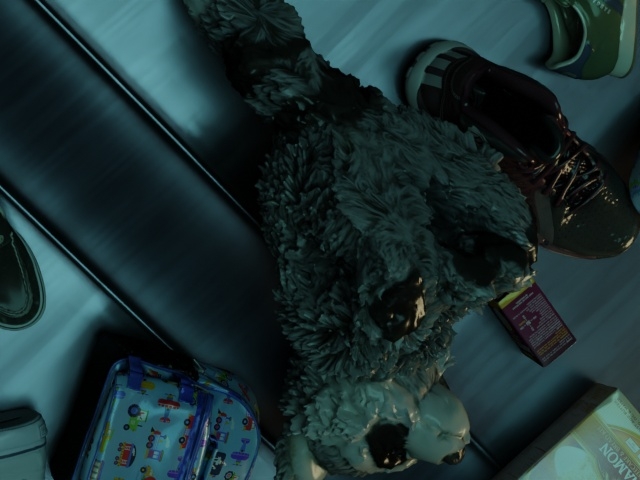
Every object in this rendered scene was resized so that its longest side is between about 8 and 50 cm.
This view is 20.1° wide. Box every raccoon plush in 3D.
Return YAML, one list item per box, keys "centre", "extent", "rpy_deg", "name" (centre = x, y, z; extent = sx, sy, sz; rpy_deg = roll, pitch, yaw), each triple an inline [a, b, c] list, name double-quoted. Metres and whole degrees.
- centre: [0.000, 0.000, 1.591]
  extent: [0.216, 0.446, 0.299]
  rpy_deg: [-9, 148, -39]
  name: "raccoon plush"

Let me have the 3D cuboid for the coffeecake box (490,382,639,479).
- centre: [0.252, 0.252, 1.726]
  extent: [0.185, 0.068, 0.142]
  rpy_deg: [-41, 96, -7]
  name: "coffeecake box"

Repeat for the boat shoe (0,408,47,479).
- centre: [-0.340, 0.203, 1.534]
  extent: [0.226, 0.083, 0.076]
  rpy_deg: [-9, 101, -17]
  name: "boat shoe"

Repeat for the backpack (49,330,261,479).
- centre: [-0.130, 0.179, 1.581]
  extent: [0.173, 0.117, 0.158]
  rpy_deg: [20, 94, -23]
  name: "backpack"

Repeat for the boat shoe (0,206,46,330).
- centre: [-0.303, -0.010, 1.514]
  extent: [0.077, 0.070, 0.219]
  rpy_deg: [-36, 108, -8]
  name: "boat shoe"

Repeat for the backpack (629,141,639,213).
- centre: [0.345, -0.064, 1.683]
  extent: [0.105, 0.084, 0.114]
  rpy_deg: [36, 60, -20]
  name: "backpack"

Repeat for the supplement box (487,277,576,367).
- centre: [0.194, 0.071, 1.696]
  extent: [0.043, 0.055, 0.083]
  rpy_deg: [-39, 108, -6]
  name: "supplement box"

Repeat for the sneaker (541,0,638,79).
- centre: [0.241, -0.239, 1.647]
  extent: [0.086, 0.064, 0.192]
  rpy_deg: [-8, 105, -21]
  name: "sneaker"

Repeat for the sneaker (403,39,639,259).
- centre: [0.203, -0.065, 1.616]
  extent: [0.281, 0.162, 0.106]
  rpy_deg: [37, 88, -20]
  name: "sneaker"
